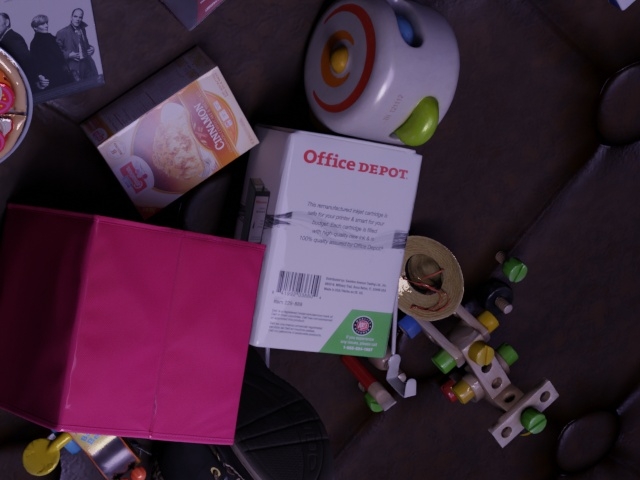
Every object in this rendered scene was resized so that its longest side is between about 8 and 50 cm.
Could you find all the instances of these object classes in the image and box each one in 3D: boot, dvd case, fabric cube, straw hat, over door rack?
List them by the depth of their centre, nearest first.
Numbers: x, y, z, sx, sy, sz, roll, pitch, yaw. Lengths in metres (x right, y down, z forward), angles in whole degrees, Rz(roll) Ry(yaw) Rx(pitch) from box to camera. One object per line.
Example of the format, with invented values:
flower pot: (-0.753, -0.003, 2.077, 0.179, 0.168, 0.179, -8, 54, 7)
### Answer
dvd case: (-0.359, -0.268, 1.779, 0.179, 0.029, 0.239, -19, 128, -20)
fabric cube: (-0.254, 0.103, 1.891, 0.259, 0.254, 0.258, 11, 87, -36)
boot: (-0.124, 0.318, 2.099, 0.138, 0.377, 0.284, -12, 131, -34)
over door rack: (0.007, 0.084, 2.173, 0.239, 0.108, 0.324, -10, 104, -27)
straw hat: (0.162, 0.046, 2.292, 0.061, 0.144, 0.144, -49, 153, -57)

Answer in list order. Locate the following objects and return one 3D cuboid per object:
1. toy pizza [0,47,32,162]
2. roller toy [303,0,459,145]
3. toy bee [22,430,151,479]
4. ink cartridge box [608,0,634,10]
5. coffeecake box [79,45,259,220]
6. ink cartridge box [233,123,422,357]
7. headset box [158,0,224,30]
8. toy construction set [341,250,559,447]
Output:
toy pizza: (-0.442, -0.154, 1.772, 0.201, 0.032, 0.201, -8, 126, -11)
roller toy: (0.072, -0.228, 1.969, 0.146, 0.209, 0.191, 8, 93, -36)
toy bee: (-0.300, 0.266, 2.087, 0.298, 0.162, 0.195, 30, 100, -41)
ink cartridge box: (0.465, -0.479, 2.144, 0.224, 0.045, 0.223, -44, 132, 0)
coffeecake box: (-0.195, -0.139, 1.943, 0.185, 0.068, 0.142, -35, 133, -7)
ink cartridge box: (0.000, 0.000, 2.020, 0.211, 0.121, 0.289, 9, 95, -30)
headset box: (-0.158, -0.408, 1.756, 0.218, 0.110, 0.293, -43, 132, 0)
toy construction set: (0.221, 0.212, 2.324, 0.309, 0.237, 0.257, -18, 128, -21)
